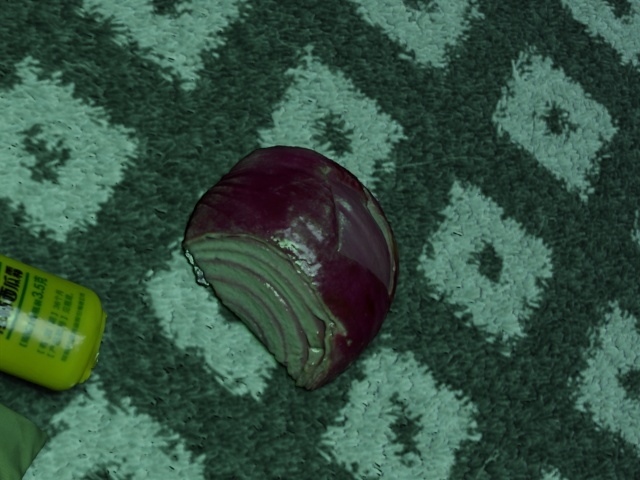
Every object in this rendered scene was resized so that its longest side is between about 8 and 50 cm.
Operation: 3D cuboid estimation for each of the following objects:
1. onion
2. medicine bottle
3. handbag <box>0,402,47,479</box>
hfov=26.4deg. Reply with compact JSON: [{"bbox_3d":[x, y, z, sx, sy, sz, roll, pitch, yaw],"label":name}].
[{"bbox_3d":[0.000,0.000,1.495,0.250,0.111,0.247,46,57,-4],"label":"onion"},{"bbox_3d":[-0.355,0.048,1.291,0.309,0.076,0.111,23,53,-19],"label":"medicine bottle"},{"bbox_3d":[-0.403,0.161,1.164,0.316,0.109,0.253,38,31,-13],"label":"handbag"}]
